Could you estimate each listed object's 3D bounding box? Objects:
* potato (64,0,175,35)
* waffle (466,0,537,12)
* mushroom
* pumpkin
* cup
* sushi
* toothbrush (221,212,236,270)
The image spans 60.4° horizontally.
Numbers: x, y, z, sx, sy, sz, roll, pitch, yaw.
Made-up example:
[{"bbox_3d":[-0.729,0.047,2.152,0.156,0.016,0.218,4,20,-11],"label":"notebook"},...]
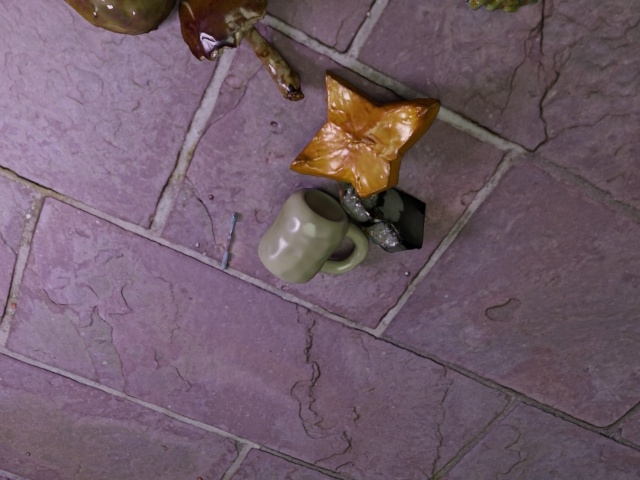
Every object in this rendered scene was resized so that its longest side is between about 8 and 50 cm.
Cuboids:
[{"bbox_3d":[-0.408,-0.528,1.030,0.289,0.237,0.300,22,123,1],"label":"potato"},{"bbox_3d":[0.390,-0.539,1.046,0.204,0.054,0.223,-15,142,-8],"label":"waffle"},{"bbox_3d":[-0.180,-0.432,1.159,0.208,0.233,0.301,-23,144,-9],"label":"mushroom"},{"bbox_3d":[0.095,-0.226,1.222,0.290,0.095,0.258,25,109,22],"label":"pumpkin"},{"bbox_3d":[-0.006,0.008,1.383,0.255,0.173,0.202,34,120,-4],"label":"cup"},{"bbox_3d":[0.127,-0.071,1.374,0.273,0.134,0.109,26,148,-19],"label":"sushi"},{"bbox_3d":[-0.251,0.008,1.501,0.013,0.019,0.193,15,123,-5],"label":"toothbrush"}]
